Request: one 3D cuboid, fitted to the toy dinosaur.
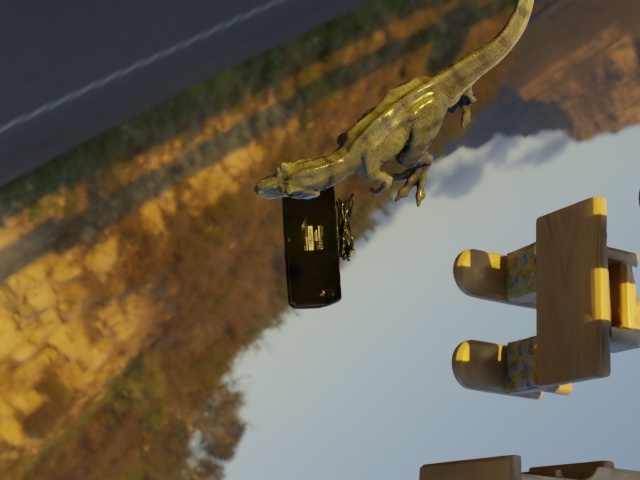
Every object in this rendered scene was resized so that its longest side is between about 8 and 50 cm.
[{"bbox_3d":[0.077,-0.095,0.819,0.268,0.064,0.118,-41,156,0],"label":"toy dinosaur"}]

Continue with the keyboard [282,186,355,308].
[{"bbox_3d":[0.000,0.000,1.484,0.100,0.192,0.038,-3,167,1],"label":"keyboard"}]

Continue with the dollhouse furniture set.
[{"bbox_3d":[0.272,0.141,1.286,0.256,0.394,0.362,12,161,-27],"label":"dollhouse furniture set"}]
